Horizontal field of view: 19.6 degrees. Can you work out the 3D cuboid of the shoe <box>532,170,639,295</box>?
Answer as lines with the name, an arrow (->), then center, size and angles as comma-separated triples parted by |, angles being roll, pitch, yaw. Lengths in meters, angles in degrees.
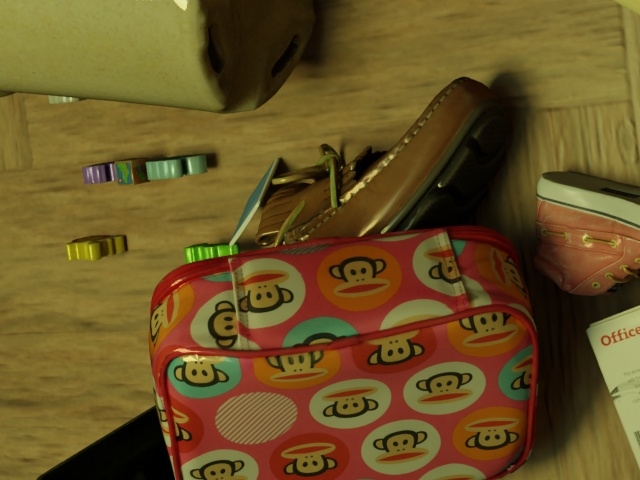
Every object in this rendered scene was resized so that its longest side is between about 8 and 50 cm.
shoe -> 0.235, 0.006, 1.389 | 0.178, 0.063, 0.081 | 18, 110, 40

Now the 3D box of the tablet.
tablet -> -0.056, -0.033, 1.601 | 0.006, 0.083, 0.054 | 30, 122, -7

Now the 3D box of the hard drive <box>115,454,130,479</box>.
hard drive -> -0.198, 0.249, 1.751 | 0.135, 0.022, 0.094 | 164, 93, -72

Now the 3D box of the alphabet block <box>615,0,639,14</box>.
alphabet block -> 0.326, -0.207, 1.197 | 0.197, 0.192, 0.193 | 36, 116, 27

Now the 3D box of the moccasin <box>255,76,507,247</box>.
moccasin -> 0.002, 0.000, 1.518 | 0.380, 0.139, 0.147 | -48, 70, 31

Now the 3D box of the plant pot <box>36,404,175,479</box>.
plant pot -> -0.107, 0.251, 1.632 | 0.188, 0.187, 0.167 | -1, 108, 38

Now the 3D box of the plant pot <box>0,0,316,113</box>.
plant pot -> -0.173, -0.244, 1.526 | 0.305, 0.334, 0.334 | 15, 107, 24

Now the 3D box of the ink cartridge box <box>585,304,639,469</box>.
ink cartridge box -> 0.272, 0.108, 1.379 | 0.099, 0.056, 0.135 | -24, 84, 38

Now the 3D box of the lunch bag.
lunch bag -> 0.022, 0.120, 1.426 | 0.120, 0.293, 0.258 | -100, 4, -45

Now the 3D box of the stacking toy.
stacking toy -> -0.157, -0.064, 1.685 | 0.221, 0.052, 0.167 | 1, 100, 40
